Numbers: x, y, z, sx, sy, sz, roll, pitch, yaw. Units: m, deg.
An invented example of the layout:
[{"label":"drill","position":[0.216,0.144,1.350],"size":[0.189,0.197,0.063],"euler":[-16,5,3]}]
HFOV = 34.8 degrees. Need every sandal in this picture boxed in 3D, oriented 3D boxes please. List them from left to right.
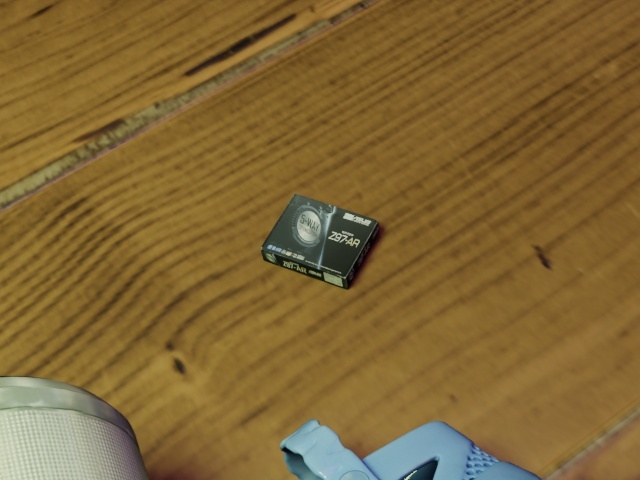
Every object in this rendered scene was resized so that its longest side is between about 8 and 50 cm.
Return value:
[{"label":"sandal","position":[0.087,0.178,0.680],"size":[0.317,0.126,0.138],"euler":[-3,49,4]}]

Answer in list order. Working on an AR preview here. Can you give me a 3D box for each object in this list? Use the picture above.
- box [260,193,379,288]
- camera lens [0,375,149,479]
[{"label":"box","position":[0.000,0.000,0.884],"size":[0.083,0.018,0.067],"euler":[19,59,21]},{"label":"camera lens","position":[-0.189,0.237,0.607],"size":[0.219,0.219,0.274],"euler":[-21,54,-8]}]
